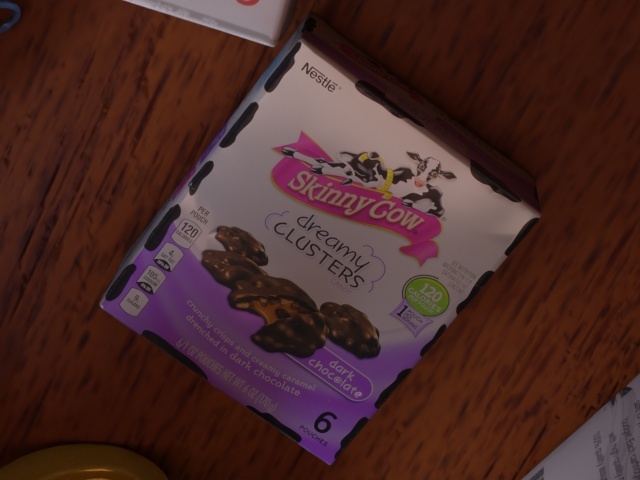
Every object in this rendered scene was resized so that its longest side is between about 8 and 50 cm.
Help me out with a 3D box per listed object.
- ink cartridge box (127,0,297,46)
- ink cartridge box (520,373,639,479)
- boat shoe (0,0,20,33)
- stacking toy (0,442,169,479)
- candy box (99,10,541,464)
[{"bbox_3d":[-0.061,-0.227,0.788,0.159,0.092,0.217,17,112,-2],"label":"ink cartridge box"},{"bbox_3d":[0.193,0.175,0.856,0.115,0.198,0.273,41,108,-10],"label":"ink cartridge box"},{"bbox_3d":[-0.215,-0.151,0.821,0.089,0.109,0.258,-4,112,2],"label":"boat shoe"},{"bbox_3d":[-0.180,0.270,0.846,0.309,0.279,0.130,-19,125,-29],"label":"stacking toy"},{"bbox_3d":[0.000,0.000,0.876,0.165,0.070,0.196,35,109,-8],"label":"candy box"}]
